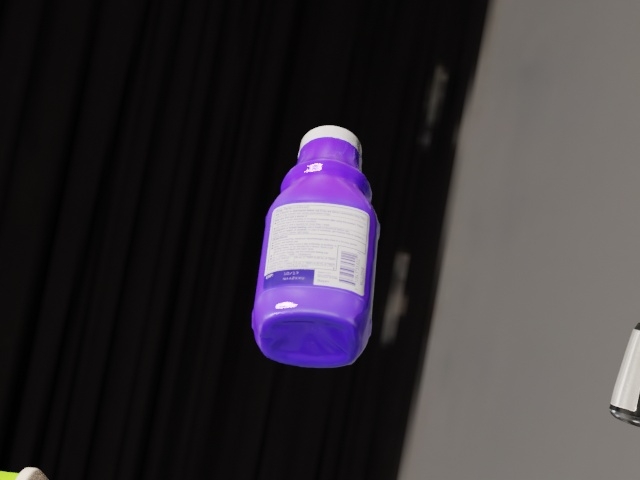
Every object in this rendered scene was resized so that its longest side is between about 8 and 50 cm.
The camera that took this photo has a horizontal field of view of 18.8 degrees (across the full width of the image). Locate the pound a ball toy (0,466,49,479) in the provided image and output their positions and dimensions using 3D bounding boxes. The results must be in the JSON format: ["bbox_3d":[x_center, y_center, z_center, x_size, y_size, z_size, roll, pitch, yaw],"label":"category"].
[{"bbox_3d":[-0.270,0.329,1.443,0.208,0.319,0.135,3,-40,26],"label":"pound a ball toy"}]

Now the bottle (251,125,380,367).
[{"bbox_3d":[0.000,0.000,1.947,0.118,0.282,0.092,4,-46,2],"label":"bottle"}]

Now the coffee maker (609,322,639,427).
[{"bbox_3d":[0.243,0.025,1.041,0.120,0.178,0.171,5,2,-29],"label":"coffee maker"}]
